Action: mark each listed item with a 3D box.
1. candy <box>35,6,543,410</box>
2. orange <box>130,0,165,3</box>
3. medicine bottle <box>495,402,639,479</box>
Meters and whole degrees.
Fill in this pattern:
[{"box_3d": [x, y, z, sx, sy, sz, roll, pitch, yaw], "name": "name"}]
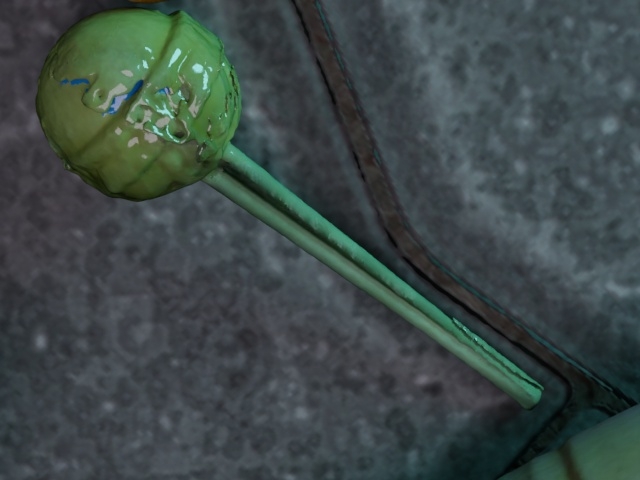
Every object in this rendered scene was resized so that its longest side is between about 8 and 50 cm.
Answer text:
[{"box_3d": [0.000, 0.000, 0.727, 0.335, 0.092, 0.093, 38, 68, -23], "name": "candy"}, {"box_3d": [-0.082, -0.151, 0.658, 0.083, 0.070, 0.083, -1, 106, -3], "name": "orange"}, {"box_3d": [0.183, 0.207, 0.720, 0.406, 0.236, 0.236, -30, 109, 8], "name": "medicine bottle"}]
